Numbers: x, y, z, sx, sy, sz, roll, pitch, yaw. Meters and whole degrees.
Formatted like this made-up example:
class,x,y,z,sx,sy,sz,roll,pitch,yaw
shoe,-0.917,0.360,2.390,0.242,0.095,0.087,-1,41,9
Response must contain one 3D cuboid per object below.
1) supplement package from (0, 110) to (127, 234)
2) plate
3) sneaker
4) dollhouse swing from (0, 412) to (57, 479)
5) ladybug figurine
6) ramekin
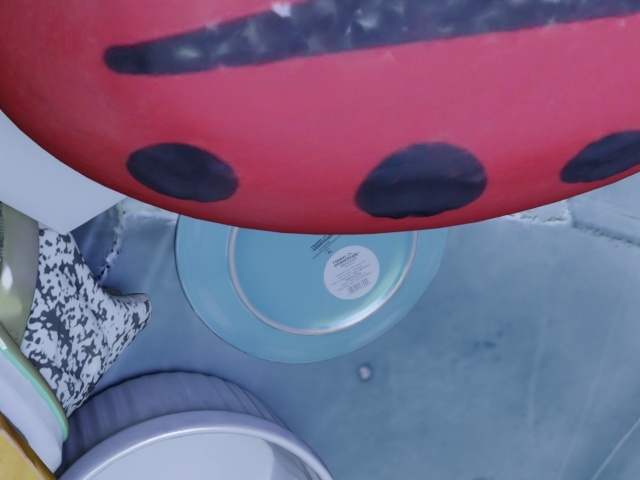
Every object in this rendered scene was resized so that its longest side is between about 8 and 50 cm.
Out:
class,x,y,z,sx,sy,sz,roll,pitch,yaw
supplement package,-0.126,-0.114,0.744,0.105,0.105,0.179,32,56,-28
plate,0.000,0.000,0.933,0.188,0.024,0.188,-7,114,-16
sneaker,-0.230,-0.052,0.799,0.182,0.158,0.410,-44,122,-32
dollhouse swing,-0.336,0.200,0.789,0.347,0.315,0.305,9,92,-24
ladybug figurine,0.054,-0.129,0.582,0.449,0.162,0.305,-16,122,-2
ramekin,-0.095,0.184,0.934,0.207,0.109,0.207,-7,114,-16
